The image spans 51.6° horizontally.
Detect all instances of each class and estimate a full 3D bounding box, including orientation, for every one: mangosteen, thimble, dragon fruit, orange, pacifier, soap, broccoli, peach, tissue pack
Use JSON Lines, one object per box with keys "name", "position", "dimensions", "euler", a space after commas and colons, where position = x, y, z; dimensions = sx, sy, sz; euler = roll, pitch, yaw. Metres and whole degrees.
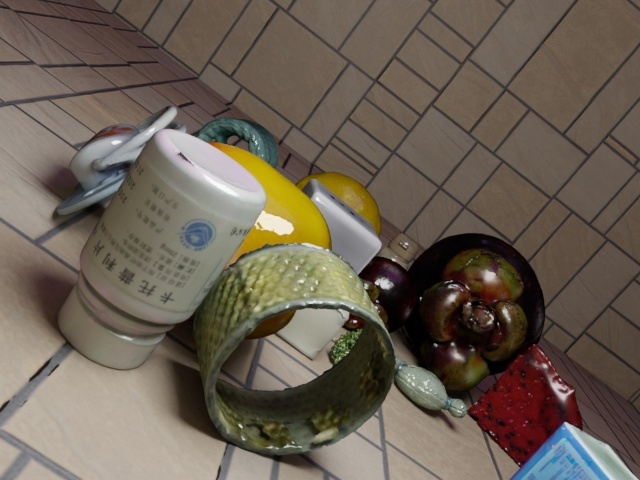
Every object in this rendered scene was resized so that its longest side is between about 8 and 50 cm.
{"name": "mangosteen", "position": [0.391, 0.188, 1.693], "dimensions": [0.381, 0.381, 0.421], "euler": [34, 20, -17]}
{"name": "thimble", "position": [-0.246, -0.245, 1.862], "dimensions": [0.235, 0.198, 0.143], "euler": [7, 8, 16]}
{"name": "thimble", "position": [-0.036, 0.152, 0.923], "dimensions": [0.271, 0.271, 0.150], "euler": [31, 16, -29]}
{"name": "mangosteen", "position": [0.130, 0.137, 1.585], "dimensions": [0.210, 0.210, 0.210], "euler": [36, 14, -10]}
{"name": "dragon fruit", "position": [0.498, 0.461, 1.594], "dimensions": [0.302, 0.240, 0.330], "euler": [70, 2, -60]}
{"name": "orange", "position": [0.021, -0.046, 1.756], "dimensions": [0.279, 0.279, 0.235], "euler": [39, 47, 5]}
{"name": "pacifier", "position": [-0.320, -0.090, 1.176], "dimensions": [0.299, 0.244, 0.233], "euler": [-104, 170, -67]}
{"name": "soap", "position": [-0.049, 0.129, 1.276], "dimensions": [0.183, 0.121, 0.064], "euler": [38, 14, -6]}
{"name": "broccoli", "position": [0.073, 0.224, 1.351], "dimensions": [0.092, 0.095, 0.097], "euler": [31, 0, 34]}
{"name": "peach", "position": [-0.144, -0.002, 1.080], "dimensions": [0.308, 0.289, 0.289], "euler": [33, 14, -5]}
{"name": "tissue pack", "position": [0.371, 0.446, 1.000], "dimensions": [0.146, 0.263, 0.198], "euler": [30, 15, -31]}

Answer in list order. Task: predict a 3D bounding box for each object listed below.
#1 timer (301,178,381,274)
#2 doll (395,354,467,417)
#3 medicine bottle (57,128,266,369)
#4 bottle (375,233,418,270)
{"name": "timer", "position": [0.000, 0.000, 1.527], "dimensions": [0.195, 0.194, 0.192], "euler": [37, 11, -12]}
{"name": "doll", "position": [0.224, 0.321, 1.458], "dimensions": [0.214, 0.071, 0.103], "euler": [32, 0, 13]}
{"name": "medicine bottle", "position": [-0.212, 0.015, 0.863], "dimensions": [0.170, 0.293, 0.170], "euler": [34, 15, -10]}
{"name": "bottle", "position": [0.195, 0.075, 1.892], "dimensions": [0.097, 0.209, 0.110], "euler": [41, 13, 12]}
